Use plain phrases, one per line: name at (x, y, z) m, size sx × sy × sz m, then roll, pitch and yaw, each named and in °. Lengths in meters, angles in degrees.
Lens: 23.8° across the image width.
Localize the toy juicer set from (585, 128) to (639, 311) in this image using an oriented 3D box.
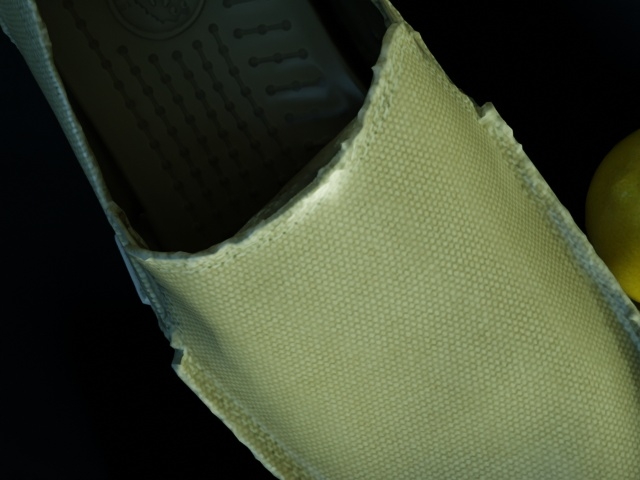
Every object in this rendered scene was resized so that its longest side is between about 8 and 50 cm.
toy juicer set at (0.165, -0.011, 0.347) m, size 0.209 × 0.089 × 0.329 m, roll 24°, pitch 145°, yaw 29°

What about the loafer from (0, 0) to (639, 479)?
loafer at (0.000, 0.000, 0.357) m, size 0.102 × 0.092 × 0.268 m, roll -39°, pitch 93°, yaw 4°
